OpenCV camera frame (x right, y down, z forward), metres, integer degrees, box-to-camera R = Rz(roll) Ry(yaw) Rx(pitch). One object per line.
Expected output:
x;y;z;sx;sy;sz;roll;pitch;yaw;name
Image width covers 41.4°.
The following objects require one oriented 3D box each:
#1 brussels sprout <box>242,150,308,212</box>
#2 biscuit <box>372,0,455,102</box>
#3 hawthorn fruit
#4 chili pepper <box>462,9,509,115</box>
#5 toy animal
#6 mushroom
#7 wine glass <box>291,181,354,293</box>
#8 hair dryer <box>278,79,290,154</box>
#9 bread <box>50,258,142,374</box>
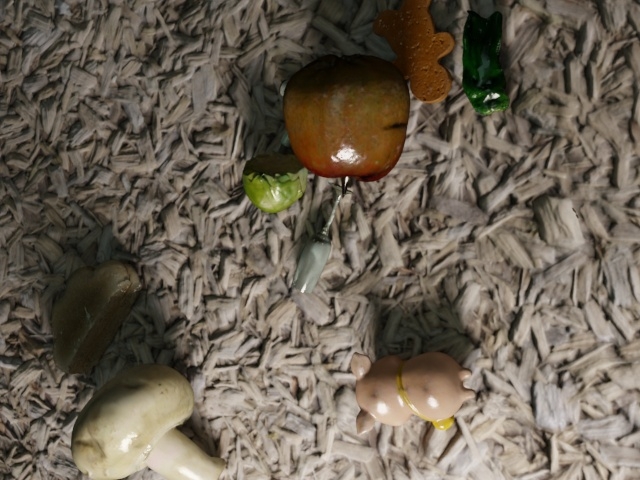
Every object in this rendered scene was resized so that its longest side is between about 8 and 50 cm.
-0.104;-0.126;1.914;0.149;0.151;0.122;5;121;4;brussels sprout
0.209;-0.401;1.802;0.165;0.036;0.250;-30;71;25;biscuit
0.059;-0.235;1.756;0.268;0.268;0.300;12;114;28;hawthorn fruit
0.331;-0.366;1.720;0.098;0.061;0.224;-10;85;35;chili pepper
0.192;0.305;1.729;0.248;0.149;0.165;-11;68;17;toy animal
-0.405;0.430;1.983;0.315;0.356;0.315;-24;58;46;mushroom
0.000;0.000;1.882;0.074;0.074;0.262;27;102;27;wine glass
-0.043;-0.259;1.936;0.155;0.044;0.183;24;104;28;hair dryer
-0.601;0.177;2.183;0.183;0.102;0.337;40;105;24;bread
